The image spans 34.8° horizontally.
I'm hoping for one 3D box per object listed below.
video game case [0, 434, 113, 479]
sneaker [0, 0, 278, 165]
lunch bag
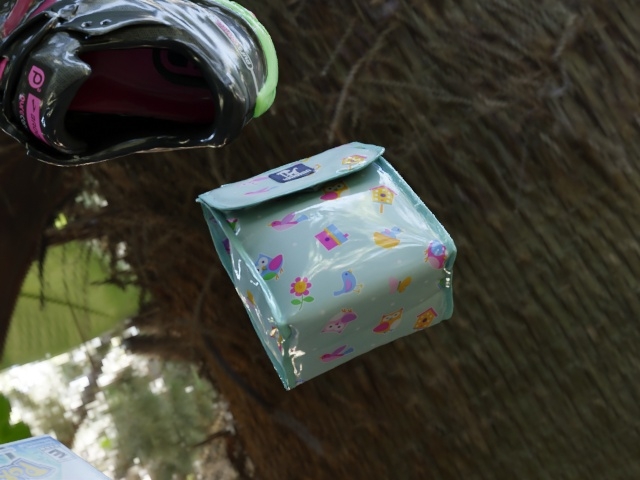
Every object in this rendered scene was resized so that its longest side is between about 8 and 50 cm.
[{"bbox_3d":[-0.331,0.311,1.080,0.329,0.300,0.036,-2,-69,-54],"label":"video game case"},{"bbox_3d":[-0.283,-0.184,1.004,0.483,0.202,0.185,4,-59,-2],"label":"sneaker"},{"bbox_3d":[0.000,0.000,1.170,0.223,0.262,0.160,-21,-36,-13],"label":"lunch bag"}]
